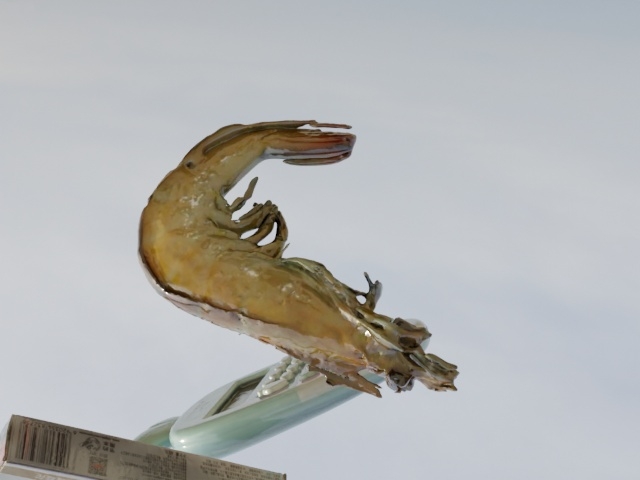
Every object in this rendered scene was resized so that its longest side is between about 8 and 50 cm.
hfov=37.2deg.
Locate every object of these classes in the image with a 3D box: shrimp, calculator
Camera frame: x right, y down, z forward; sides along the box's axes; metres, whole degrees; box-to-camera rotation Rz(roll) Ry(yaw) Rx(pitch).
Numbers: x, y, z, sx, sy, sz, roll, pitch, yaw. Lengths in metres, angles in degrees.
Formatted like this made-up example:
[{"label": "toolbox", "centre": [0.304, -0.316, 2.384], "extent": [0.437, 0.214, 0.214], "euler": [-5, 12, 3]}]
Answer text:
[{"label": "shrimp", "centre": [0.000, 0.001, 0.459], "extent": [0.178, 0.034, 0.124], "euler": [21, -113, 19]}, {"label": "calculator", "centre": [-0.037, 0.141, 0.867], "extent": [0.295, 0.042, 0.184], "euler": [-24, -178, 10]}]

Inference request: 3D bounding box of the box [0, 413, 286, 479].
[{"label": "box", "centre": [-0.131, 0.178, 0.700], "extent": [0.218, 0.055, 0.039], "euler": [20, -137, -26]}]
